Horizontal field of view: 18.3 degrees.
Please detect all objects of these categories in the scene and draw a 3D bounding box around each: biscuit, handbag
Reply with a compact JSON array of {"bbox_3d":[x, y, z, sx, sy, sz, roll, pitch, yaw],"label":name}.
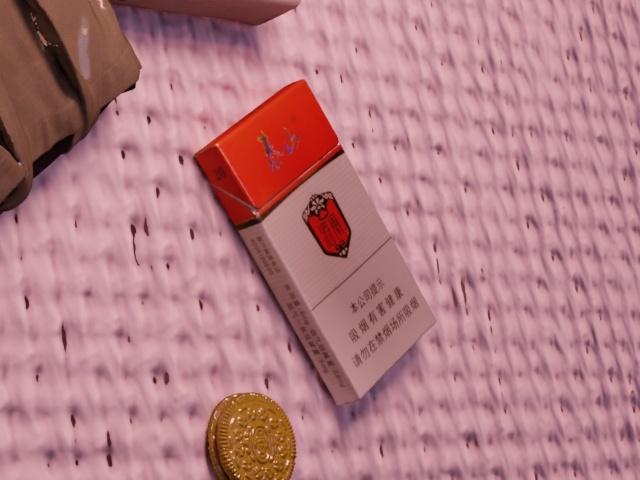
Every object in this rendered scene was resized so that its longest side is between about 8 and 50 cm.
[{"bbox_3d":[-0.054,0.160,1.557,0.084,0.023,0.084,18,64,-42],"label":"biscuit"},{"bbox_3d":[-0.258,-0.147,1.385,0.253,0.109,0.316,60,38,-19],"label":"handbag"}]

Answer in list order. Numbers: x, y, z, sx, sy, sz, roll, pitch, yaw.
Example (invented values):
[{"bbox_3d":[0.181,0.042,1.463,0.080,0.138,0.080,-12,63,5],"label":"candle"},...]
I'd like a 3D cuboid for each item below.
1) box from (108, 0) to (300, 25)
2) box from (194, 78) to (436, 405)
[{"bbox_3d":[-0.133,-0.360,1.624,0.214,0.069,0.353,2,74,-46],"label":"box"},{"bbox_3d":[0.000,0.000,1.661,0.139,0.035,0.245,-40,106,-46],"label":"box"}]
